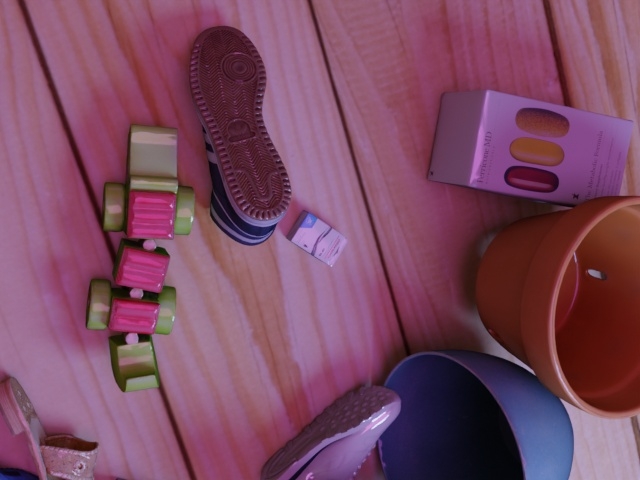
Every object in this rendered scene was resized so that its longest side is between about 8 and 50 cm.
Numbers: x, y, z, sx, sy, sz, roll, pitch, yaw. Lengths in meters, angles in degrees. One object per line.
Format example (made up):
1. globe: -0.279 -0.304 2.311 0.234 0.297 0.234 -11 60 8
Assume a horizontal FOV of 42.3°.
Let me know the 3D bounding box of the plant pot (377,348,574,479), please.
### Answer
1. plant pot: 0.246 0.287 1.180 0.195 0.290 0.290 -7 101 -35

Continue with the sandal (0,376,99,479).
1. sandal: -0.329 0.274 1.070 0.079 0.088 0.240 -26 101 -7

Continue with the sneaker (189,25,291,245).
1. sneaker: -0.113 -0.129 1.086 0.099 0.153 0.282 -11 72 -14

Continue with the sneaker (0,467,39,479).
1. sneaker: -0.433 0.318 1.046 0.209 0.082 0.069 31 86 -22

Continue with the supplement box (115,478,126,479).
1. supplement box: -0.263 0.453 1.107 0.114 0.111 0.220 23 90 -20

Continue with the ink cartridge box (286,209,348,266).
1. ink cartridge box: 0.000 0.000 1.168 0.083 0.028 0.048 33 88 -21

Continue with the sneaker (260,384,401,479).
1. sneaker: 0.028 0.303 1.193 0.235 0.090 0.095 -37 105 5

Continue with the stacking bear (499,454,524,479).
1. stacking bear: 0.312 0.481 1.282 0.175 0.164 0.289 10 84 -17

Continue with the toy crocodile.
1. toy crocodile: -0.228 0.022 1.055 0.115 0.105 0.341 8 95 -20

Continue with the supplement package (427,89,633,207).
1. supplement package: 0.299 -0.128 1.192 0.244 0.134 0.139 7 95 -19

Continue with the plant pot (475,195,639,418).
1. plant pot: 0.354 0.077 1.142 0.290 0.203 0.291 -4 98 -28

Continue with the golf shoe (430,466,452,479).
1. golf shoe: 0.175 0.442 1.266 0.069 0.086 0.176 17 91 -19
